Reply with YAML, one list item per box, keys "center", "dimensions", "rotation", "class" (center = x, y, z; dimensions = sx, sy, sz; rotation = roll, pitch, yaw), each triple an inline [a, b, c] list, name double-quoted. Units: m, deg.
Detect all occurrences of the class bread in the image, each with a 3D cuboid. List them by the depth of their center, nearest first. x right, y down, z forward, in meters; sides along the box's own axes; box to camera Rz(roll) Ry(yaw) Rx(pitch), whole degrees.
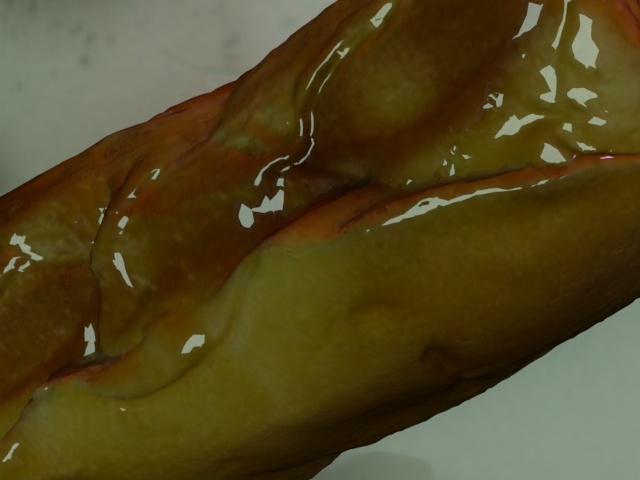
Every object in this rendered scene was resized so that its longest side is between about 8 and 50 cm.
- center: [0.001, 0.005, 0.627]
  dimensions: [0.344, 0.195, 0.149]
  rotation: [-29, 84, 26]
  class: "bread"
